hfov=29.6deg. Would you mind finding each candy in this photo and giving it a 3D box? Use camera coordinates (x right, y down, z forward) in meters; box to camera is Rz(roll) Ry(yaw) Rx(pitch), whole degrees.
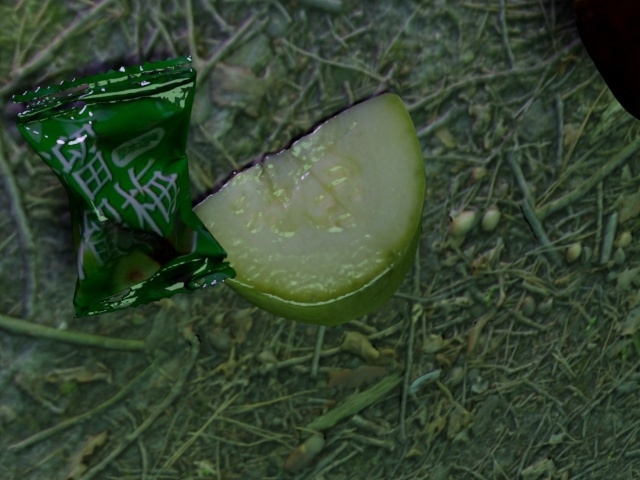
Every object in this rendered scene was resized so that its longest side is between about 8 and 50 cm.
[{"bbox_3d":[-0.155,-0.040,0.956,0.141,0.078,0.203,-27,123,-33],"label":"candy"}]

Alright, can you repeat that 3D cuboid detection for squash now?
[{"bbox_3d":[0.000,0.000,1.143,0.237,0.155,0.204,-31,99,-12],"label":"squash"}]

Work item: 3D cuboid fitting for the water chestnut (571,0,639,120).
[{"bbox_3d":[0.387,-0.254,1.062,0.351,0.302,0.350,-4,164,-1],"label":"water chestnut"}]
